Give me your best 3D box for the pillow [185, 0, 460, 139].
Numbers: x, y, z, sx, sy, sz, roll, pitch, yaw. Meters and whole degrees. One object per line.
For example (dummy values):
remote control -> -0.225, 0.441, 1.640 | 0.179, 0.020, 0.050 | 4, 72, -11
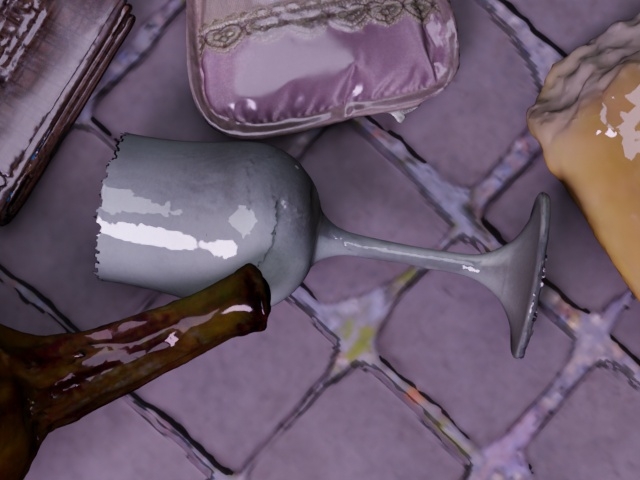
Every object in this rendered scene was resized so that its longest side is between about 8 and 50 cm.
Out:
pillow -> -0.015, -0.162, 0.906 | 0.131, 0.038, 0.232 | -11, 78, -6

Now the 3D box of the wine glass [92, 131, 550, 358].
wine glass -> 0.000, 0.000, 0.857 | 0.195, 0.079, 0.079 | 10, 80, 1

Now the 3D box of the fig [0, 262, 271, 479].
fig -> -0.176, 0.062, 0.771 | 0.290, 0.190, 0.190 | -12, 80, 16

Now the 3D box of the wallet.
wallet -> -0.211, -0.112, 0.889 | 0.230, 0.042, 0.124 | 30, 81, 10

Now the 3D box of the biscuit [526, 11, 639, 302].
biscuit -> 0.354, -0.033, 0.857 | 0.429, 0.104, 0.446 | -30, 82, -6
